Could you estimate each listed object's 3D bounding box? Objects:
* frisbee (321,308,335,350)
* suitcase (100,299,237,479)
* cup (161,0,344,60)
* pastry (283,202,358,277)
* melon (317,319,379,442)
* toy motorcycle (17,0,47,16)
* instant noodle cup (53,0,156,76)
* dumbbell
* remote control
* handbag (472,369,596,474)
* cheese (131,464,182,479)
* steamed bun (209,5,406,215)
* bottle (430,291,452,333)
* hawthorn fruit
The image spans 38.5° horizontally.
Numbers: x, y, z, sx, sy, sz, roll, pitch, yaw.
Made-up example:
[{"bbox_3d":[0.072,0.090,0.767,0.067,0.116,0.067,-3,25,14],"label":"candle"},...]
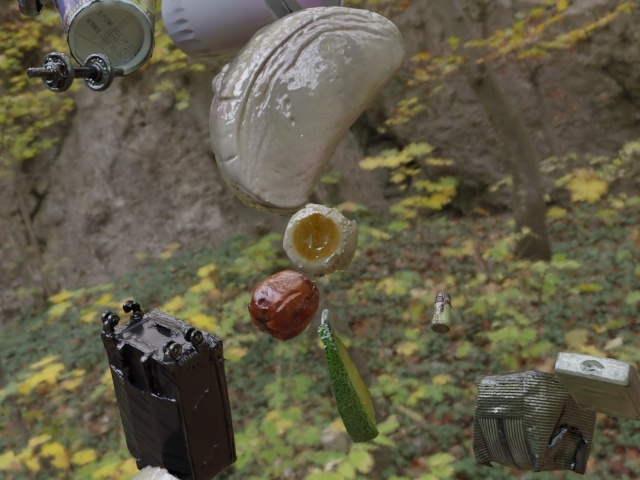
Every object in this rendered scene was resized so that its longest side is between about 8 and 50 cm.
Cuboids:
[{"bbox_3d":[0.019,0.198,1.931,0.014,0.110,0.110,-8,-4,9],"label":"frisbee"},{"bbox_3d":[-0.346,0.357,2.119,0.283,0.434,0.194,18,34,37],"label":"suitcase"},{"bbox_3d":[-0.152,-0.514,1.933,0.371,0.253,0.253,-7,7,44],"label":"cup"},{"bbox_3d":[0.000,0.000,1.987,0.166,0.166,0.088,-25,-8,8],"label":"pastry"},{"bbox_3d":[0.058,0.263,1.751,0.053,0.262,0.114,-8,27,27],"label":"melon"},{"bbox_3d":[-0.393,-0.486,1.274,0.108,0.223,0.340,11,-27,-5],"label":"toy motorcycle"},{"bbox_3d":[-0.497,-0.539,2.144,0.284,0.312,0.284,-8,-49,-10],"label":"instant noodle cup"},{"bbox_3d":[-0.482,-0.334,1.824,0.081,0.081,0.254,-28,-5,30],"label":"dumbbell"},{"bbox_3d":[0.466,0.245,1.501,0.123,0.038,0.285,7,-19,30],"label":"remote control"},{"bbox_3d":[0.535,0.455,2.285,0.247,0.240,0.341,-9,-17,44],"label":"handbag"},{"bbox_3d":[-0.313,0.634,1.966,0.153,0.292,0.332,-49,22,-26],"label":"cheese"},{"bbox_3d":[-0.050,-0.242,1.538,0.383,0.236,0.247,-57,15,-7],"label":"steamed bun"},{"bbox_3d":[0.281,0.164,2.135,0.047,0.101,0.063,26,-38,-21],"label":"bottle"},{"bbox_3d":[-0.096,0.160,2.319,0.173,0.179,0.173,21,-9,3],"label":"hawthorn fruit"}]
